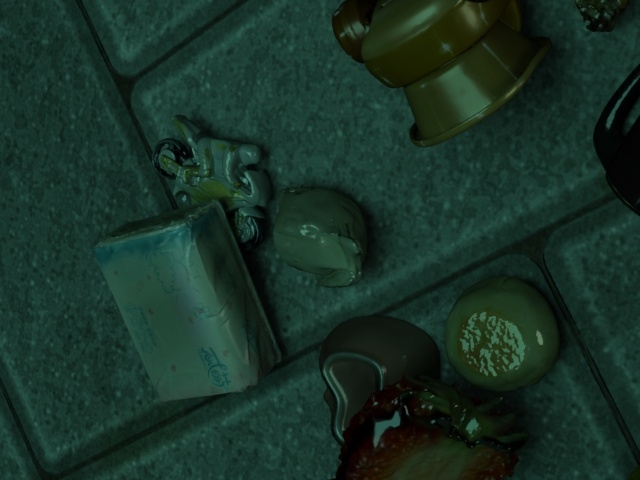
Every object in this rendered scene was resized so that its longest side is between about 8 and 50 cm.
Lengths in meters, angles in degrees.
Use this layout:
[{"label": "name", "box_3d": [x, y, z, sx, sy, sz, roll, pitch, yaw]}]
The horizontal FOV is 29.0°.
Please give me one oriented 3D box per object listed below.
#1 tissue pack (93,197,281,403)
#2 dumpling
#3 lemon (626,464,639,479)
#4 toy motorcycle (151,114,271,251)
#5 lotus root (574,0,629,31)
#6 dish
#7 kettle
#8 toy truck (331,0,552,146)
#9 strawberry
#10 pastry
[{"label": "tissue pack", "box_3d": [-0.197, 0.092, 1.828, 0.201, 0.124, 0.271, -12, 106, 38]}, {"label": "dumpling", "box_3d": [0.000, 0.000, 1.742, 0.199, 0.118, 0.136, 37, 133, 50]}, {"label": "lemon", "box_3d": [0.476, 0.351, 1.432, 0.322, 0.268, 0.268, 15, 105, 28]}, {"label": "toy motorcycle", "box_3d": [-0.149, -0.096, 1.831, 0.229, 0.074, 0.151, 45, 116, 15]}, {"label": "lotus root", "box_3d": [0.362, -0.411, 1.439, 0.169, 0.151, 0.342, 24, 106, 26]}, {"label": "dish", "box_3d": [0.068, 0.214, 1.742, 0.213, 0.090, 0.213, 5, 100, 29]}, {"label": "kettle", "box_3d": [0.427, -0.141, 1.458, 0.232, 0.144, 0.202, -51, 53, 29]}, {"label": "toy truck", "box_3d": [0.151, -0.267, 1.530, 0.204, 0.288, 0.211, -28, 108, 29]}, {"label": "strawberry", "box_3d": [0.109, 0.289, 1.642, 0.306, 0.234, 0.137, -54, 29, 38]}, {"label": "pastry", "box_3d": [0.237, 0.125, 1.632, 0.156, 0.092, 0.156, 0, 91, 26]}]
